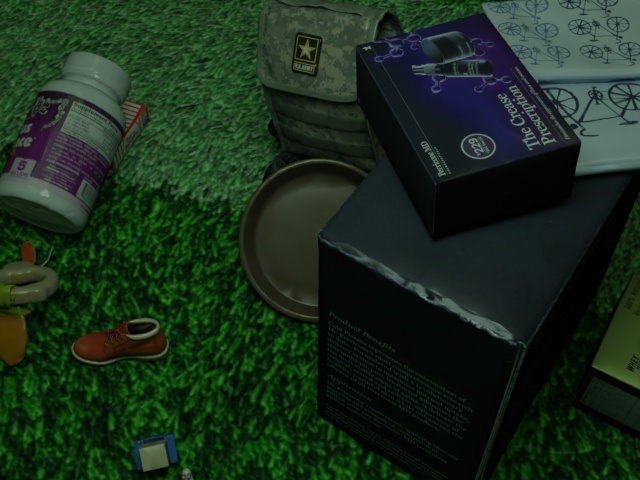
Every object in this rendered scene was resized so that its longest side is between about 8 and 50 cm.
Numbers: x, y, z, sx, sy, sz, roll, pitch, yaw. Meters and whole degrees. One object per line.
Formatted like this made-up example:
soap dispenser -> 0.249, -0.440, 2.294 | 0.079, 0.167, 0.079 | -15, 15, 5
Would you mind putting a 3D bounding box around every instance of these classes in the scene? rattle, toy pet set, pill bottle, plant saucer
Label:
rattle -> -0.498, 0.099, 1.548 | 0.130, 0.143, 0.200 | -20, 20, -8
toy pet set -> -0.249, 0.354, 1.357 | 0.122, 0.065, 0.114 | -11, 89, -6
pill bottle -> -0.449, -0.178, 1.623 | 0.169, 0.169, 0.301 | 14, 70, 9
plant saucer -> 0.000, 0.000, 1.546 | 0.278, 0.041, 0.278 | 0, 89, 1

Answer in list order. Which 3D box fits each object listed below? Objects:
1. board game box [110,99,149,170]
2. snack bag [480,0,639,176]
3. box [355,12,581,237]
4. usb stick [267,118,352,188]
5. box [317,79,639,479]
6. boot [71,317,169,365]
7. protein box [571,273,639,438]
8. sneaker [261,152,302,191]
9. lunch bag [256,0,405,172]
board game box -> -0.455, -0.226, 1.777 | 0.193, 0.045, 0.147 | 17, 55, 10
snack bag -> 0.408, -0.221, 1.219 | 0.323, 0.037, 0.342 | -5, 53, -6
box -> 0.171, -0.149, 1.117 | 0.184, 0.103, 0.261 | -18, 51, -8
usb stick -> -0.008, -0.157, 1.682 | 0.045, 0.077, 0.278 | -54, 45, 7
box -> 0.238, 0.043, 1.332 | 0.297, 0.472, 0.480 | 29, 57, 18
boot -> -0.329, 0.158, 1.472 | 0.158, 0.085, 0.059 | -5, 55, -3
protein box -> 0.537, 0.200, 1.431 | 0.201, 0.136, 0.200 | 26, 58, 16
sneaker -> -0.019, -0.047, 1.641 | 0.227, 0.130, 0.087 | 42, 58, -6
lunch bag -> 0.025, -0.273, 1.527 | 0.235, 0.287, 0.169 | 18, 53, 33
